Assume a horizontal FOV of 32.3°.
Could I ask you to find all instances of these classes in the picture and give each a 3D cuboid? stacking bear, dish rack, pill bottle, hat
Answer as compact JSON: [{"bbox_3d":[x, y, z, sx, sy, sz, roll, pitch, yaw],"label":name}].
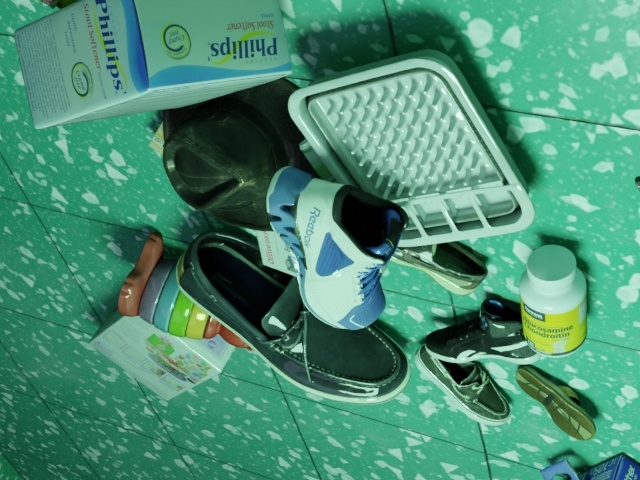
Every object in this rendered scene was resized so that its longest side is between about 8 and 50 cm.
[{"bbox_3d":[-0.243,0.130,2.250,0.289,0.175,0.164,21,145,3],"label":"stacking bear"},{"bbox_3d":[0.140,-0.136,1.615,0.285,0.072,0.333,-8,132,38],"label":"dish rack"},{"bbox_3d":[0.365,0.093,1.735,0.103,0.103,0.184,14,144,25],"label":"pill bottle"},{"bbox_3d":[-0.156,-0.129,1.767,0.331,0.134,0.331,17,123,27],"label":"hat"}]

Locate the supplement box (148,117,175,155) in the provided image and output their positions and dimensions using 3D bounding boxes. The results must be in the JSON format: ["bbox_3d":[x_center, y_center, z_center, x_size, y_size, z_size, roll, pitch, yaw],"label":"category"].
[{"bbox_3d":[-0.255,-0.181,1.936,0.062,0.036,0.098,36,148,-6],"label":"supplement box"}]

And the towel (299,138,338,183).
[{"bbox_3d":[0.050,-0.125,1.715,0.152,0.113,0.023,52,-174,-31],"label":"towel"}]

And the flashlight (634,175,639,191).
[{"bbox_3d":[0.540,0.013,1.482,0.304,0.103,0.103,45,146,-23],"label":"flashlight"}]

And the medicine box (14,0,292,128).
[{"bbox_3d":[-0.237,-0.267,1.567,0.289,0.263,0.149,-9,95,45],"label":"medicine box"}]

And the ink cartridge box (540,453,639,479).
[{"bbox_3d":[0.601,0.574,2.149,0.395,0.151,0.270,33,147,-5],"label":"ink cartridge box"}]

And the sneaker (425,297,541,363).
[{"bbox_3d":[0.272,0.148,1.920,0.217,0.079,0.121,-1,133,29],"label":"sneaker"}]

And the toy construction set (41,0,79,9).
[{"bbox_3d":[-0.358,-0.407,1.580,0.237,0.257,0.309,29,171,-19],"label":"toy construction set"}]

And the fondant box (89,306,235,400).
[{"bbox_3d":[-0.364,0.233,2.536,0.238,0.096,0.330,39,148,-12],"label":"fondant box"}]

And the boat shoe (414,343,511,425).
[{"bbox_3d":[0.275,0.267,2.070,0.219,0.078,0.070,37,149,-6],"label":"boat shoe"}]

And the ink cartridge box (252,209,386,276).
[{"bbox_3d":[0.000,0.000,1.920,0.212,0.093,0.154,21,147,20],"label":"ink cartridge box"}]

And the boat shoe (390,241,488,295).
[{"bbox_3d":[0.174,0.010,1.810,0.223,0.080,0.073,30,143,-9],"label":"boat shoe"}]

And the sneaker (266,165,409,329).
[{"bbox_3d":[0.053,0.025,1.698,0.182,0.127,0.315,8,141,37],"label":"sneaker"}]

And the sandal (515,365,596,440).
[{"bbox_3d":[0.432,0.286,2.001,0.180,0.049,0.072,43,143,9],"label":"sandal"}]

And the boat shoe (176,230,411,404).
[{"bbox_3d":[-0.053,0.141,2.077,0.500,0.187,0.156,33,154,8],"label":"boat shoe"}]
